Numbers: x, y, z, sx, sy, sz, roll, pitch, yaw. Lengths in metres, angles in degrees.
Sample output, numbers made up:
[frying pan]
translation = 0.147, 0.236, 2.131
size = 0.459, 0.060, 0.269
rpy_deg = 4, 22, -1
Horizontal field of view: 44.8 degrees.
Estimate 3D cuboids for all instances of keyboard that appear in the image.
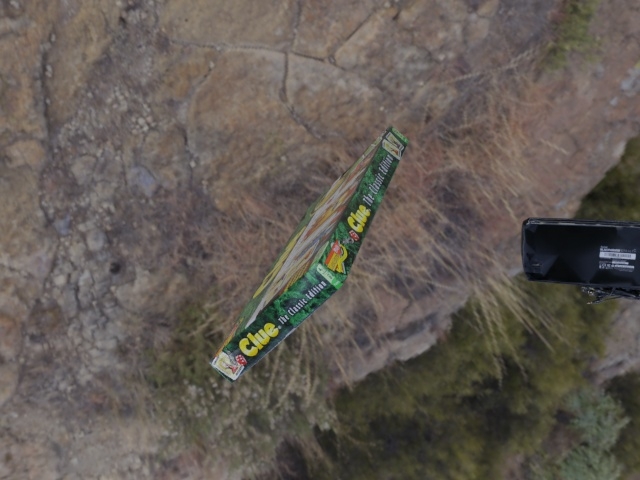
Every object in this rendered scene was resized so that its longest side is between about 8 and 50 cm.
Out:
[keyboard]
translation = 0.306, 0.020, 0.804
size = 0.038, 0.192, 0.100
rpy_deg = -51, 142, -59

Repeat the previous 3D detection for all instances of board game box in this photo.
[board game box]
translation = 0.000, 0.000, 0.653
size = 0.030, 0.259, 0.136
rpy_deg = 39, 122, -6
